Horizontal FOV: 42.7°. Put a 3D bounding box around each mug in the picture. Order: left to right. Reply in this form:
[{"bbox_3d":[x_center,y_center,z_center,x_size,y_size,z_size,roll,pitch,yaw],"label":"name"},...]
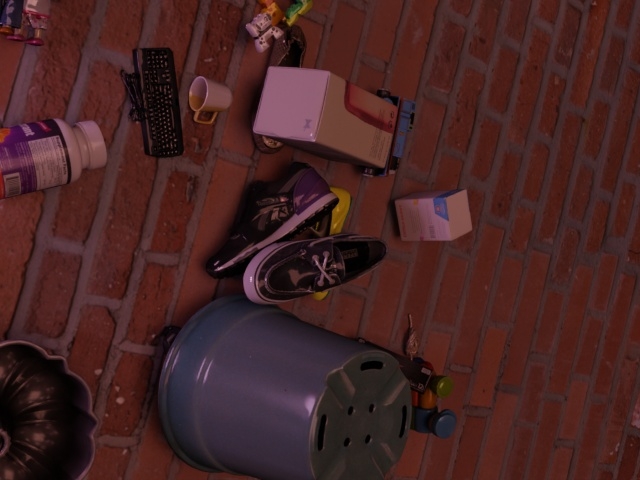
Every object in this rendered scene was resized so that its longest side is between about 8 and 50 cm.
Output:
[{"bbox_3d":[-0.198,-0.255,1.477,0.064,0.078,0.062,4,61,-41],"label":"mug"}]

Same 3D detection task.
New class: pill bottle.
[{"bbox_3d":[-0.446,-0.134,1.297,0.194,0.108,0.108,-17,104,-30],"label":"pill bottle"}]

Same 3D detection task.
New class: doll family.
[{"bbox_3d":[-0.504,-0.399,1.224,0.263,0.118,0.163,6,92,-32],"label":"doll family"}]

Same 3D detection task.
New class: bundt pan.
[{"bbox_3d":[-0.528,0.303,1.285,0.331,0.124,0.330,-5,98,-32],"label":"bundt pan"}]

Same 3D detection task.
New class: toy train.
[{"bbox_3d":[0.131,-0.214,1.668,0.105,0.080,0.184,10,90,-38],"label":"toy train"},{"bbox_3d":[0.225,0.291,1.742,0.105,0.143,0.247,-3,97,-32],"label":"toy train"}]

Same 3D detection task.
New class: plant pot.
[{"bbox_3d":[-0.046,0.281,1.420,0.341,0.334,0.341,-7,100,-44],"label":"plant pot"}]

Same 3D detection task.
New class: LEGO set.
[{"bbox_3d":[-0.070,-0.454,1.514,0.227,0.087,0.093,-45,113,-13],"label":"LEGO set"}]

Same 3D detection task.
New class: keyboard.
[{"bbox_3d":[-0.288,-0.239,1.426,0.100,0.038,0.192,-12,101,-30],"label":"keyboard"}]

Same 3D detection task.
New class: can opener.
[{"bbox_3d":[-0.242,0.238,1.497,0.073,0.059,0.186,-40,122,-41],"label":"can opener"}]

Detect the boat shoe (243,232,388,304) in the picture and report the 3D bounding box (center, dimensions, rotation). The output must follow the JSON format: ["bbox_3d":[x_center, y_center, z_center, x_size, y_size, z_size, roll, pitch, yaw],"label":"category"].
[{"bbox_3d":[0.000,0.047,1.490,0.301,0.102,0.108,-13,97,-40],"label":"boat shoe"}]

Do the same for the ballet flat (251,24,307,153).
[{"bbox_3d":[-0.071,-0.286,1.543,0.084,0.058,0.249,15,87,-32],"label":"ballet flat"}]

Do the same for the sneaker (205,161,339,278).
[{"bbox_3d":[-0.112,-0.041,1.541,0.283,0.107,0.124,-35,81,-14],"label":"sneaker"}]

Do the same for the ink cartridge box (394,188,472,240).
[{"bbox_3d":[0.230,-0.053,1.718,0.090,0.143,0.092,-23,108,-46],"label":"ink cartridge box"}]

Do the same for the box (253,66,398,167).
[{"bbox_3d":[0.014,-0.224,1.509,0.232,0.149,0.126,14,90,-54],"label":"box"}]

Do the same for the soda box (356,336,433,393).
[{"bbox_3d":[0.145,0.258,1.683,0.169,0.060,0.053,24,81,12],"label":"soda box"}]

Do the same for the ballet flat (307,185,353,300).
[{"bbox_3d":[0.000,0.000,1.611,0.077,0.077,0.230,22,77,-34],"label":"ballet flat"}]
